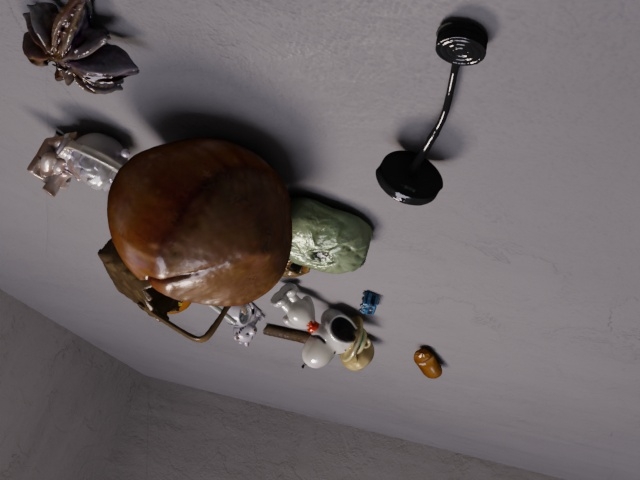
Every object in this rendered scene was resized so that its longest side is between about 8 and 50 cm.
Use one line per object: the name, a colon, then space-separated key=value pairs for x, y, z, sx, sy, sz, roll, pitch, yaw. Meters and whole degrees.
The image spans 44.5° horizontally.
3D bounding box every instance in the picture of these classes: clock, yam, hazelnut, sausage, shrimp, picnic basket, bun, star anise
clock: x=-0.248 y=0.250 z=2.430 sx=0.080 sy=0.117 sz=0.176 roll=7 pitch=154 yaw=30
yam: x=-0.036 y=0.319 z=2.509 sx=0.326 sy=0.045 sz=0.045 roll=11 pitch=-173 yaw=25
hazelnut: x=-0.222 y=-0.043 z=1.494 sx=0.372 sy=0.315 sz=0.372 roll=38 pitch=-178 yaw=-2
sausage: x=0.312 y=0.356 z=2.283 sx=0.062 sy=0.054 sz=0.183 roll=-23 pitch=141 yaw=14
shrimp: x=-0.069 y=0.067 z=1.947 sx=0.095 sy=0.045 sz=0.162 roll=24 pitch=156 yaw=-10
picnic basket: x=-0.349 y=0.076 z=1.922 sx=0.321 sy=0.254 sz=0.291 roll=28 pitch=159 yaw=11
bun: x=-0.003 y=-0.001 z=1.643 sx=0.221 sy=0.108 sz=0.221 roll=18 pitch=159 yaw=7
star anise: x=-0.399 y=-0.318 z=1.284 sx=0.229 sy=0.093 sz=0.236 roll=25 pitch=154 yaw=2

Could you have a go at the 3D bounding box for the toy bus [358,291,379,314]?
toy bus: x=0.125 y=0.162 z=2.007 sx=0.046 sy=0.038 sz=0.083 roll=14 pitch=159 yaw=4

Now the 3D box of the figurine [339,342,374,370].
figurine: x=0.078 y=0.303 z=2.293 sx=0.196 sy=0.108 sz=0.114 roll=46 pitch=164 yaw=-34

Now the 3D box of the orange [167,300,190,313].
orange: x=-0.448 y=0.131 z=2.275 sx=0.177 sy=0.155 sz=0.177 roll=13 pitch=150 yaw=7

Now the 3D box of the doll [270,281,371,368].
doll: x=0.004 y=0.220 z=2.133 sx=0.271 sy=0.208 sz=0.144 roll=66 pitch=169 yaw=-14

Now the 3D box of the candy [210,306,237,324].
candy: x=-0.375 y=0.114 z=2.135 sx=0.365 sy=0.124 sz=0.124 roll=37 pitch=156 yaw=-3

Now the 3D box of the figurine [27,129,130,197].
figurine: x=-0.498 y=-0.159 z=1.658 sx=0.236 sy=0.141 sz=0.162 roll=6 pitch=159 yaw=30

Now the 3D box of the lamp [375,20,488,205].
lamp: x=0.169 y=-0.157 z=1.133 sx=0.130 sy=0.109 sz=0.371 roll=19 pitch=158 yaw=-5
